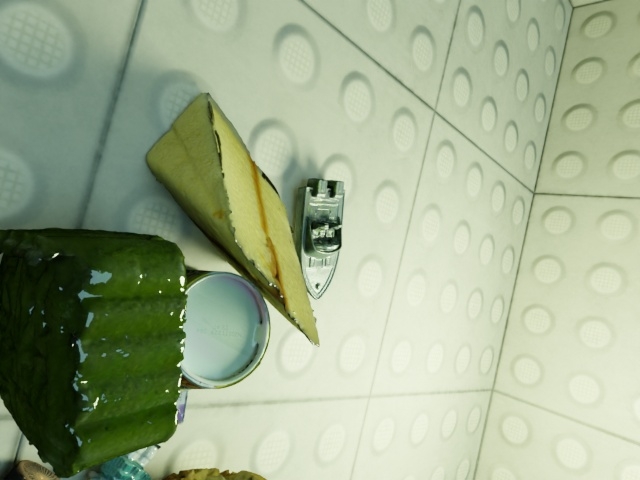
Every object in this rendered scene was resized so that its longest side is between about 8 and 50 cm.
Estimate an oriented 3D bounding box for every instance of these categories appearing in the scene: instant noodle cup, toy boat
[{"bbox_3d":[-0.235,0.169,0.854,0.264,0.200,0.264,8,78,-38],"label":"instant noodle cup"},{"bbox_3d":[0.000,0.000,1.170,0.141,0.092,0.320,-2,99,-42],"label":"toy boat"}]

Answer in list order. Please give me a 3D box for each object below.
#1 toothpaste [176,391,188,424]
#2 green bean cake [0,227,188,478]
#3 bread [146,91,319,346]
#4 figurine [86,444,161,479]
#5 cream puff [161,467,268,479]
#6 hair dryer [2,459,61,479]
[{"bbox_3d":[-0.307,0.294,0.956,0.047,0.040,0.196,10,89,-46],"label":"toothpaste"},{"bbox_3d":[-0.361,0.143,0.671,0.218,0.335,0.319,1,92,-46],"label":"green bean cake"},{"bbox_3d":[-0.119,-0.049,0.890,0.242,0.405,0.346,-47,139,-15],"label":"bread"},{"bbox_3d":[-0.406,0.492,0.849,0.245,0.110,0.138,-55,133,-33],"label":"figurine"},{"bbox_3d":[-0.255,0.617,0.926,0.343,0.231,0.327,-38,124,-39],"label":"cream puff"},{"bbox_3d":[-0.594,0.390,0.667,0.352,0.107,0.189,50,64,-28],"label":"hair dryer"}]
